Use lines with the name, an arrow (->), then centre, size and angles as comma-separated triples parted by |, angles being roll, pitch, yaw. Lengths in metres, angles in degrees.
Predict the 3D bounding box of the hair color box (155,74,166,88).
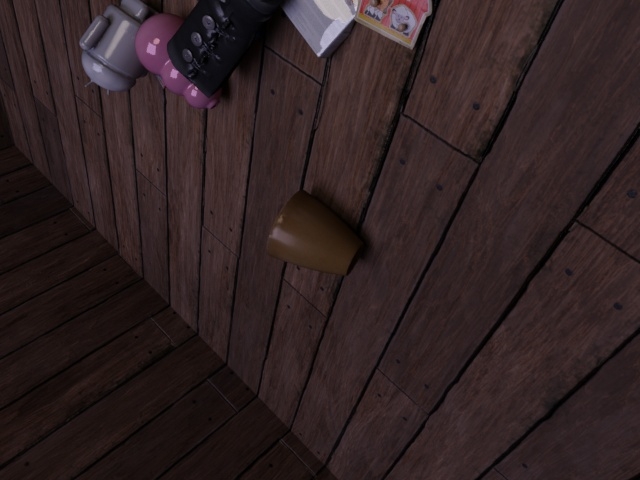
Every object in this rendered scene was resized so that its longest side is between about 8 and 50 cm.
hair color box -> -0.552, -0.639, 2.000 | 0.093, 0.053, 0.167 | 57, 143, 1

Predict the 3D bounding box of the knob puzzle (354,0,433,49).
knob puzzle -> 0.167, -0.554, 1.242 | 0.213, 0.030, 0.213 | 22, 130, 28

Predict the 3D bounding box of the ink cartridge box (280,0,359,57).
ink cartridge box -> 0.024, -0.609, 1.384 | 0.232, 0.066, 0.189 | -38, 86, 33

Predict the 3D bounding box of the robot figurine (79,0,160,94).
robot figurine -> -0.701, -0.676, 1.937 | 0.199, 0.300, 0.353 | 40, 103, 25

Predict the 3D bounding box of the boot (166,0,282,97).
boot -> -0.320, -0.659, 1.525 | 0.367, 0.146, 0.445 | 57, 146, -3

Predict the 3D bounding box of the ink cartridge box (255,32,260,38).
ink cartridge box -> -0.251, -0.705, 1.584 | 0.134, 0.078, 0.231 | 29, 136, 31

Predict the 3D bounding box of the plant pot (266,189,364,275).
plant pot -> 0.000, 0.000, 1.735 | 0.254, 0.237, 0.237 | 28, 137, 14

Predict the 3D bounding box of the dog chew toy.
dog chew toy -> -0.455, -0.578, 1.824 | 0.332, 0.206, 0.206 | 52, 144, -7
